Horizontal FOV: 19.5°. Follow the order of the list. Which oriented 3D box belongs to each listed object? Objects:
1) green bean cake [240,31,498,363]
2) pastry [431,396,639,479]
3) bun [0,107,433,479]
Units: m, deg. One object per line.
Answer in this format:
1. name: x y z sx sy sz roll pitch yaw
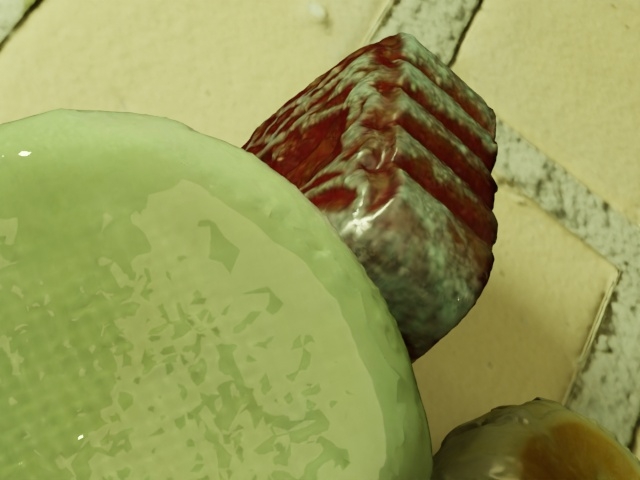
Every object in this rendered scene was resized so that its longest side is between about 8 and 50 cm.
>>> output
1. green bean cake: 0.000 0.000 1.006 0.097 0.198 0.233 41 31 -19
2. pastry: 0.126 0.161 1.023 0.166 0.088 0.166 19 54 -29
3. bun: -0.106 0.094 0.838 0.293 0.187 0.293 4 72 -11
